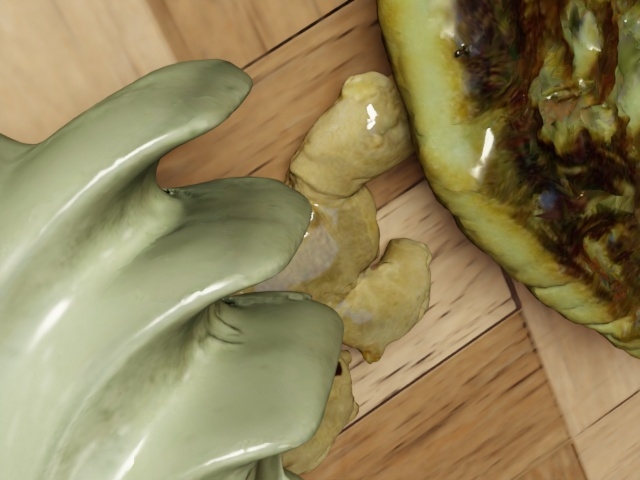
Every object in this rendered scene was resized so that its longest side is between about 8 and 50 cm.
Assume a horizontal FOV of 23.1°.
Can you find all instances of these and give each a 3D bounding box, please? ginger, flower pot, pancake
[{"bbox_3d":[0.007,0.009,0.763,0.259,0.065,0.149,-53,135,-4],"label":"ginger"},{"bbox_3d":[-0.124,0.088,0.624,0.254,0.164,0.368,10,110,3],"label":"flower pot"},{"bbox_3d":[0.129,-0.141,0.730,0.427,0.067,0.305,47,66,-37],"label":"pancake"}]
